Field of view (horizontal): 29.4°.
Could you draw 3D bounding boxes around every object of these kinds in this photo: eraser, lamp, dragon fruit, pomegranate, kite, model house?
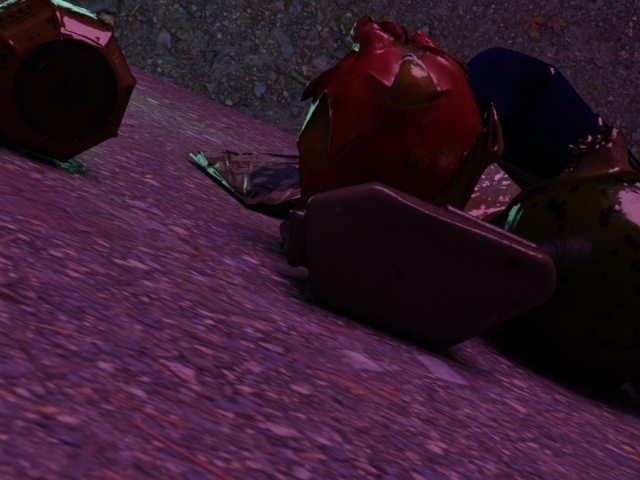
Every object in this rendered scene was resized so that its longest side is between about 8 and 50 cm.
[{"bbox_3d":[0.287,-0.092,1.434,0.332,0.101,0.155,40,-4,-38],"label":"eraser"},{"bbox_3d":[-0.275,-0.167,1.229,0.161,0.161,0.185,20,7,-27],"label":"lamp"},{"bbox_3d":[0.078,-0.105,1.276,0.224,0.227,0.224,25,10,-5],"label":"dragon fruit"},{"bbox_3d":[0.294,0.019,1.267,0.254,0.270,0.254,-9,0,0],"label":"pomegranate"},{"bbox_3d":[-0.016,-0.099,1.641,0.406,0.014,0.368,4,20,22],"label":"kite"},{"bbox_3d":[0.080,0.017,1.118,0.229,0.122,0.188,20,5,-7],"label":"model house"}]

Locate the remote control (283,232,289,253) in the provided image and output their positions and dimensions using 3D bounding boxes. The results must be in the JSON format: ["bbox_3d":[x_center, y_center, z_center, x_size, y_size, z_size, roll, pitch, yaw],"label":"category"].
[{"bbox_3d":[0.060,0.020,1.326,0.090,0.049,0.230,25,8,35],"label":"remote control"}]

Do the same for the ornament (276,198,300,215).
[{"bbox_3d":[-0.007,-0.042,1.588,0.068,0.041,0.092,19,20,29],"label":"ornament"}]

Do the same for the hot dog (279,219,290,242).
[{"bbox_3d":[-0.001,0.000,1.357,0.137,0.028,0.044,11,34,-54],"label":"hot dog"}]

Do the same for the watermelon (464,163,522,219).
[{"bbox_3d":[0.290,-0.054,1.777,0.228,0.258,0.387,28,3,7],"label":"watermelon"}]

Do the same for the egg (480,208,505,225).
[{"bbox_3d":[0.256,0.034,1.523,0.172,0.132,0.132,34,4,-17],"label":"egg"}]
